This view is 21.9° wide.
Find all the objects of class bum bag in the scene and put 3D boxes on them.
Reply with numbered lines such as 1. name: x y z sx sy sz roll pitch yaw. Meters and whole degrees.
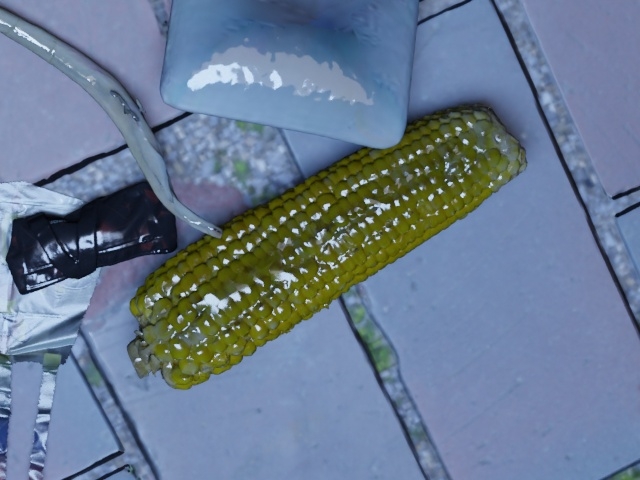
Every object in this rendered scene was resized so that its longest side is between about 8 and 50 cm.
1. bum bag: -0.163 -0.003 1.175 0.124 0.034 0.057 -19 97 -11

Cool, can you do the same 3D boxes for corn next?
1. corn: 0.000 0.000 1.179 0.320 0.097 0.097 -31 104 -5

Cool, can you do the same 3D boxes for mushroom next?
1. mushroom: -0.184 -0.108 1.145 0.306 0.043 0.068 34 74 -7

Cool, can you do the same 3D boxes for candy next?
1. candy: -0.019 -0.142 1.150 0.174 0.071 0.138 10 73 -10

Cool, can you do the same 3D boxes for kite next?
1. kite: -0.229 0.078 1.198 0.141 0.015 0.245 5 99 -8
